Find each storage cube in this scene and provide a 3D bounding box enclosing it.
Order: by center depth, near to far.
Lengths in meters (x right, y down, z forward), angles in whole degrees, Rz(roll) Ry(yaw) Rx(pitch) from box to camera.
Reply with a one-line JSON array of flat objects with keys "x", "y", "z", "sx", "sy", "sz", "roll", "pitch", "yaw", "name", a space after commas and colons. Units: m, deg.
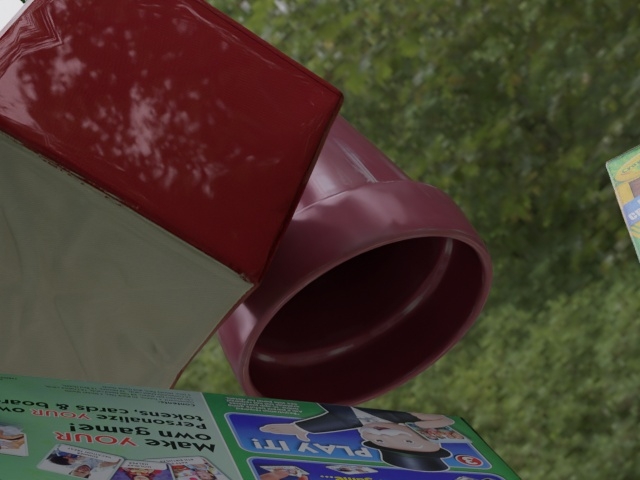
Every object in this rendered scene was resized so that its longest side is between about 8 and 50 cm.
[{"x": -0.128, "y": -0.028, "z": 0.762, "sx": 0.184, "sy": 0.215, "sz": 0.193, "roll": -51, "pitch": 11, "yaw": 39, "name": "storage cube"}]

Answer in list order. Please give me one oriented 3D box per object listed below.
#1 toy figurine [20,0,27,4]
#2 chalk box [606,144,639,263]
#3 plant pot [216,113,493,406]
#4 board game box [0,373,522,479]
[{"x": -0.130, "y": -0.208, "z": 0.902, "sx": 0.159, "sy": 0.130, "sz": 0.173, "roll": -49, "pitch": -25, "yaw": -11, "name": "toy figurine"}, {"x": 0.316, "y": -0.017, "z": 0.994, "sx": 0.132, "sy": 0.213, "sz": 0.132, "roll": -29, "pitch": -61, "yaw": 17, "name": "chalk box"}, {"x": 0.000, "y": 0.000, "z": 0.957, "sx": 0.201, "sy": 0.180, "sz": 0.201, "roll": -19, "pitch": -36, "yaw": -15, "name": "plant pot"}, {"x": -0.059, "y": 0.109, "z": 0.475, "sx": 0.317, "sy": 0.213, "sz": 0.046, "roll": 8, "pitch": -78, "yaw": -16, "name": "board game box"}]
